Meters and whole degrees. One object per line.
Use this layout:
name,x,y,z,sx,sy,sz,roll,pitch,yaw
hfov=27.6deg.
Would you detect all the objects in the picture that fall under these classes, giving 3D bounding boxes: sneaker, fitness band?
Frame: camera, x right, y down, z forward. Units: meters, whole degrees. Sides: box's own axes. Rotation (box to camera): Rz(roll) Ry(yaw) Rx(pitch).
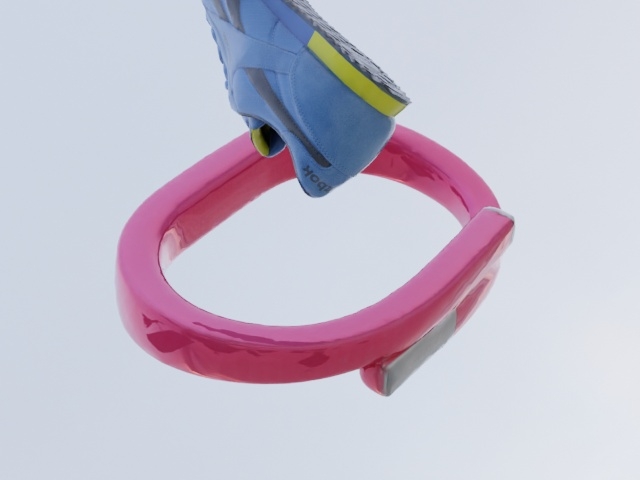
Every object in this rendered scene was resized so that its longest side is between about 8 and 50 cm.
sneaker,-0.036,-0.104,0.728,0.069,0.209,0.082,21,-67,-48
fitness band,0.000,0.000,0.840,0.291,0.209,0.054,-38,-35,-45
